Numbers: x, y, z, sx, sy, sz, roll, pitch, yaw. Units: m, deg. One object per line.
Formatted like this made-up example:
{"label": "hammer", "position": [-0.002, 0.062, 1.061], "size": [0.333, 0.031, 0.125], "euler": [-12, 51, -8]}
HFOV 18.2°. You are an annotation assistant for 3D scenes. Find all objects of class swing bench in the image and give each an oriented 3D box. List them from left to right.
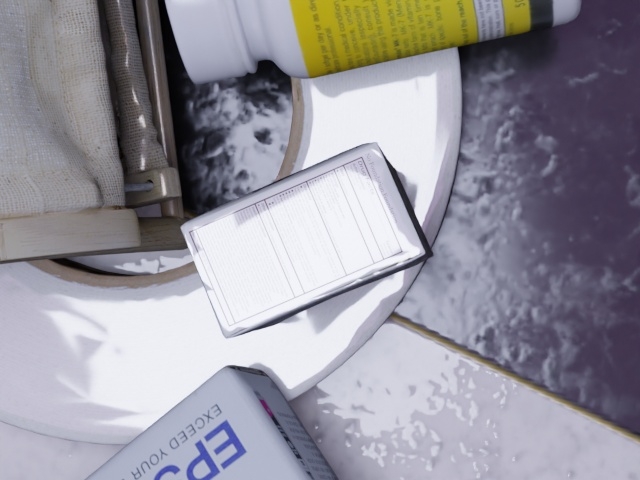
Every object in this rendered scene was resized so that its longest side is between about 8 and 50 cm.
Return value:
{"label": "swing bench", "position": [-0.169, -0.111, 0.992], "size": [0.165, 0.254, 0.253], "euler": [-8, 89, 4]}

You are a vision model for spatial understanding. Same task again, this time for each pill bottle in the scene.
{"label": "pill bottle", "position": [0.024, -0.151, 1.047], "size": [0.208, 0.119, 0.119], "euler": [-12, 89, 3]}

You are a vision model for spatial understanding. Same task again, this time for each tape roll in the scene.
{"label": "tape roll", "position": [-0.111, -0.077, 1.151], "size": [0.392, 0.072, 0.392], "euler": [0, 90, 5]}

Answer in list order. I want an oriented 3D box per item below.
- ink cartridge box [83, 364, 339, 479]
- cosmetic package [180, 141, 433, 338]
{"label": "ink cartridge box", "position": [-0.074, 0.291, 1.049], "size": [0.324, 0.071, 0.330], "euler": [-40, 67, 13]}
{"label": "cosmetic package", "position": [0.000, 0.000, 0.988], "size": [0.099, 0.239, 0.060], "euler": [-21, 88, 3]}
